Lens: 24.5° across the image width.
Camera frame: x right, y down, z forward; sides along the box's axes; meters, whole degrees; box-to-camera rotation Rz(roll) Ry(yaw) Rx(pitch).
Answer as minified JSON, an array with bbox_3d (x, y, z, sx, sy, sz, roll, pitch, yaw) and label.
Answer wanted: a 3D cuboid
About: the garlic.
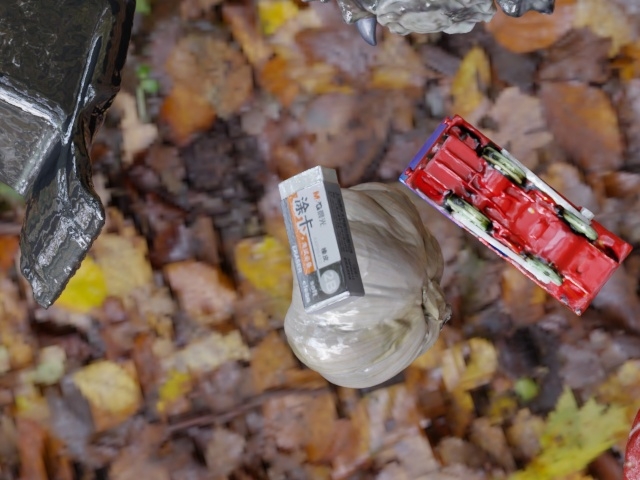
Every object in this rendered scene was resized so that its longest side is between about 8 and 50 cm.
[{"bbox_3d":[0.056,0.048,1.579,0.152,0.228,0.228,2,100,33],"label":"garlic"}]

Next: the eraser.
[{"bbox_3d":[0.000,0.000,1.283,0.052,0.029,0.122,-22,72,32],"label":"eraser"}]

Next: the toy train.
[{"bbox_3d":[0.175,-0.028,1.352,0.204,0.131,0.082,38,91,-4],"label":"toy train"}]

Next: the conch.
[{"bbox_3d":[0.094,-0.234,1.165,0.313,0.241,0.186,-115,6,-70],"label":"conch"}]

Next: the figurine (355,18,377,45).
[{"bbox_3d":[0.112,-0.403,2.044,0.175,0.197,0.265,-11,52,37],"label":"figurine"}]

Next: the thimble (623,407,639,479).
[{"bbox_3d":[0.397,0.229,1.510,0.125,0.163,0.189,18,129,36],"label":"thimble"}]

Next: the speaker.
[{"bbox_3d":[-0.304,-0.139,0.999,0.388,0.184,0.180,27,142,-10],"label":"speaker"}]
